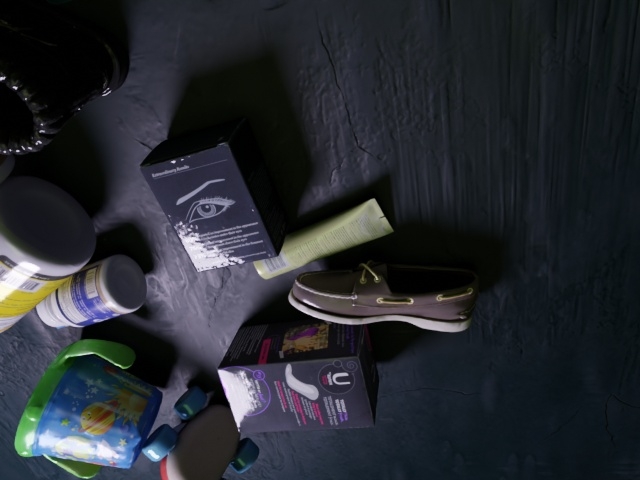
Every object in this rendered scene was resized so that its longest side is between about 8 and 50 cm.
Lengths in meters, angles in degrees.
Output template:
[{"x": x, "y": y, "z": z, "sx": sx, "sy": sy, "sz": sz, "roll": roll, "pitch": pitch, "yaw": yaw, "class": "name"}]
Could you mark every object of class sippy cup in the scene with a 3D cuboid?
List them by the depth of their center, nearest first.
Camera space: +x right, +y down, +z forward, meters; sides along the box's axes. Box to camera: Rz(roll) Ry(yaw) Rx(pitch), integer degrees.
[{"x": -0.469, "y": 0.364, "z": 1.072, "sx": 0.224, "sy": 0.240, "sz": 0.305, "roll": 21, "pitch": 148, "yaw": -6, "class": "sippy cup"}]

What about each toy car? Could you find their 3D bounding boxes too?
[{"x": -0.310, "y": 0.494, "z": 1.170, "sx": 0.219, "sy": 0.210, "sz": 0.238, "roll": 48, "pitch": 131, "yaw": -10, "class": "toy car"}]

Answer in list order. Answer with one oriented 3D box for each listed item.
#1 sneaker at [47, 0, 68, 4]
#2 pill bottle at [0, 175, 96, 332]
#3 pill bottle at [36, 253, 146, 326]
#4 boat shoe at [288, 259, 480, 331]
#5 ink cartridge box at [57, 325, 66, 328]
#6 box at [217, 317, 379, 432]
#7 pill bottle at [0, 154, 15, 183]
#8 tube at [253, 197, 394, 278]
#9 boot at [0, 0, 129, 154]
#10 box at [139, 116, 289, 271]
[{"x": -0.397, "y": -0.379, "z": 0.636, "sx": 0.295, "sy": 0.124, "sz": 0.178, "roll": -18, "pitch": 110, "yaw": 18, "class": "sneaker"}, {"x": -0.573, "y": 0.051, "z": 0.888, "sx": 0.334, "sy": 0.188, "sz": 0.188, "roll": -34, "pitch": 113, "yaw": 20, "class": "pill bottle"}, {"x": -0.440, "y": 0.103, "z": 0.966, "sx": 0.186, "sy": 0.112, "sz": 0.112, "roll": -17, "pitch": 119, "yaw": 20, "class": "pill bottle"}, {"x": 0.109, "y": 0.083, "z": 0.872, "sx": 0.324, "sy": 0.117, "sz": 0.097, "roll": 7, "pitch": 120, "yaw": -1, "class": "boat shoe"}, {"x": -0.553, "y": 0.142, "z": 1.060, "sx": 0.048, "sy": 0.028, "sz": 0.083, "roll": -18, "pitch": 119, "yaw": 19, "class": "ink cartridge box"}, {"x": -0.035, "y": 0.256, "z": 0.978, "sx": 0.270, "sy": 0.143, "sz": 0.165, "roll": -8, "pitch": 113, "yaw": 14, "class": "box"}, {"x": -0.575, "y": -0.169, "z": 0.728, "sx": 0.131, "sy": 0.131, "sz": 0.229, "roll": -10, "pitch": 135, "yaw": 15, "class": "pill bottle"}, {"x": 0.000, "y": 0.000, "z": 0.867, "sx": 0.240, "sy": 0.070, "sz": 0.062, "roll": -21, "pitch": 88, "yaw": 18, "class": "tube"}, {"x": -0.450, "y": -0.244, "z": 0.643, "sx": 0.347, "sy": 0.260, "sz": 0.131, "roll": 16, "pitch": 125, "yaw": -2, "class": "boot"}, {"x": -0.160, "y": -0.069, "z": 0.810, "sx": 0.153, "sy": 0.108, "sz": 0.207, "roll": -10, "pitch": 121, "yaw": 15, "class": "box"}]
